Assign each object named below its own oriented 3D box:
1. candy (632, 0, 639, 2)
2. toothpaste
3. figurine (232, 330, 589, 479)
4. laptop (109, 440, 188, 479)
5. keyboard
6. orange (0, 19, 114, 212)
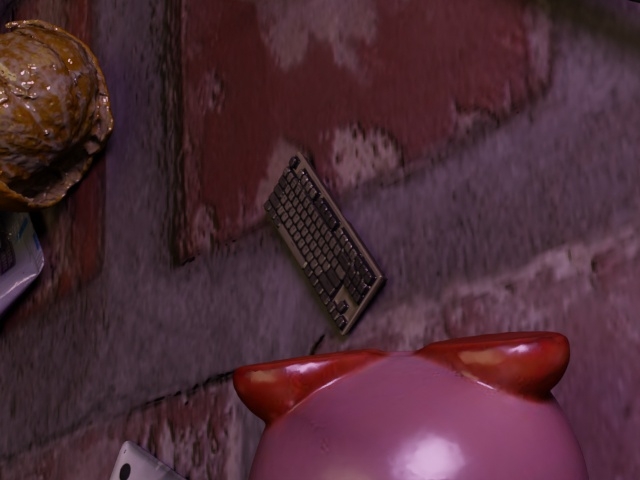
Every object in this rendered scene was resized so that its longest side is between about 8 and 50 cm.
[{"bbox_3d":[0.179,-0.116,0.697,0.440,0.119,0.119,31,101,56],"label":"candy"},{"bbox_3d":[-0.332,0.082,1.239,0.299,0.073,0.114,-46,42,19],"label":"toothpaste"},{"bbox_3d":[0.047,0.134,0.701,0.173,0.173,0.173,-19,63,44],"label":"figurine"},{"bbox_3d":[-0.090,0.259,0.930,0.269,0.015,0.187,24,95,50],"label":"laptop"},{"bbox_3d":[0.000,0.000,0.914,0.049,0.015,0.129,-54,44,22],"label":"keyboard"},{"bbox_3d":[-0.233,-0.093,1.121,0.156,0.134,0.156,-41,7,6],"label":"orange"}]
